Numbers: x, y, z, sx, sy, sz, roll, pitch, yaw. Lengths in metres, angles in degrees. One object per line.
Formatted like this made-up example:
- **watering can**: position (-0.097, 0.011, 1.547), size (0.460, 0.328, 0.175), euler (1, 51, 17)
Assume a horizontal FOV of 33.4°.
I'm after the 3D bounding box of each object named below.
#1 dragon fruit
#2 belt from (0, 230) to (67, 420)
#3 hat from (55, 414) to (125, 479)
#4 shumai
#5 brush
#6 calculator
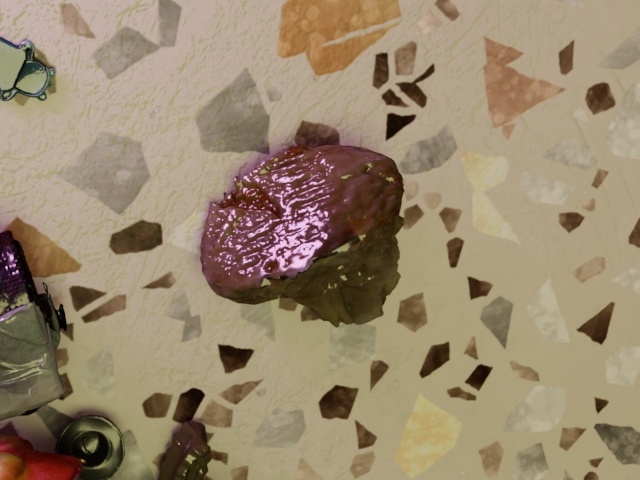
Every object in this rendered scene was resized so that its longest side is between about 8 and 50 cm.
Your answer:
- **dragon fruit**: position (-0.502, 0.435, 1.595), size (0.226, 0.305, 0.305), euler (20, 102, -3)
- **belt**: position (-0.453, 0.128, 1.554), size (0.164, 0.184, 0.289), euler (-18, 119, -18)
- **hat**: position (-0.375, 0.334, 1.727), size (0.121, 0.050, 0.121), euler (-5, 106, -17)
- **shumai**: position (0.001, 0.000, 1.711), size (0.346, 0.217, 0.283), euler (-35, 150, 9)
- **brush**: position (-0.248, 0.449, 1.804), size (0.071, 0.084, 0.301), euler (9, 111, -24)
- **calculator**: position (-0.445, -0.247, 1.509), size (0.141, 0.019, 0.094), euler (23, 100, -27)
